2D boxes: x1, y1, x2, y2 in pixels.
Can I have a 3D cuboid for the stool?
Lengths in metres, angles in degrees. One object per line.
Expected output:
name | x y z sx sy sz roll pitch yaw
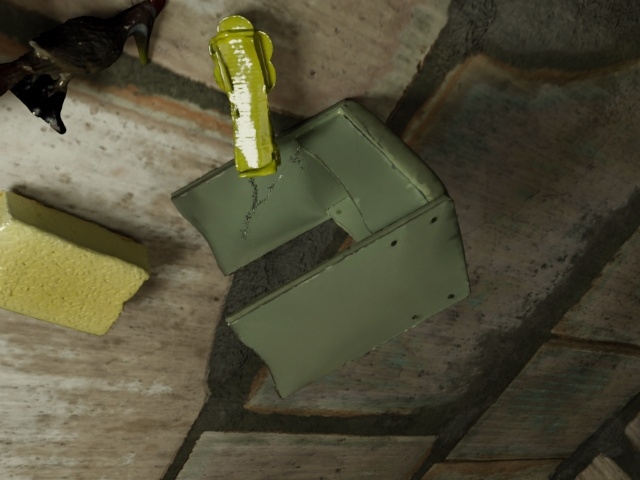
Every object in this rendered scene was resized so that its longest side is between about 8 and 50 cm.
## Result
stool | 0.000 0.000 0.739 0.270 0.243 0.170 -29 134 -5

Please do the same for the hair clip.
hair clip | -0.077 -0.159 0.680 0.072 0.046 0.173 -8 111 8

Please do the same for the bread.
bread | -0.309 0.031 0.722 0.188 0.068 0.125 27 110 -40

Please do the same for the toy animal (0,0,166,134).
toy animal | -0.225 -0.180 0.586 0.202 0.070 0.105 -40 175 -22
